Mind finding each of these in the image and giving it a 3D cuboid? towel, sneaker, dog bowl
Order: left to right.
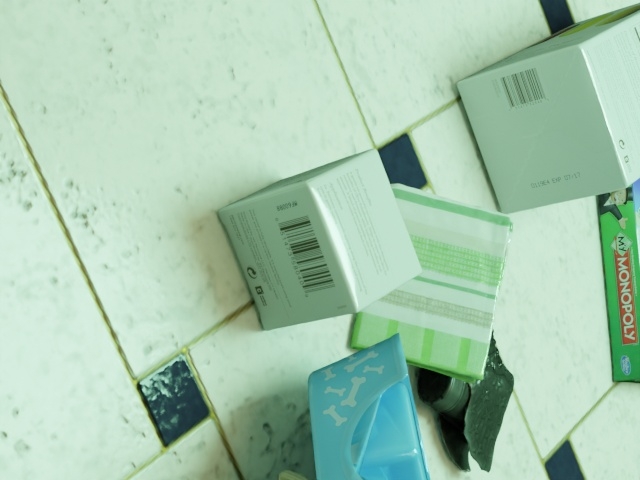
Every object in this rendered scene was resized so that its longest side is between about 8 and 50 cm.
[{"bbox_3d":[0.044,0.193,0.922,0.297,0.074,0.166,-96,174,-54],"label":"dog bowl"},{"bbox_3d":[0.091,0.034,1.114,0.113,0.023,0.152,15,65,-1],"label":"towel"},{"bbox_3d":[0.129,0.103,1.154,0.089,0.051,0.170,35,61,-36],"label":"sneaker"}]

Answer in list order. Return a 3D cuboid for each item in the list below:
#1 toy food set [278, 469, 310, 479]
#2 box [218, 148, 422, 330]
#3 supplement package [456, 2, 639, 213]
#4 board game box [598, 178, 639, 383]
[{"bbox_3d":[-0.086,0.308,0.855,0.306,0.092,0.219,-28,112,-46],"label":"toy food set"},{"bbox_3d":[0.000,0.000,1.001,0.087,0.102,0.101,-29,100,-45],"label":"box"},{"bbox_3d":[0.263,-0.135,1.291,0.244,0.139,0.133,-30,103,-48],"label":"supplement package"},{"bbox_3d":[0.408,0.051,1.466,0.317,0.046,0.213,9,75,-45],"label":"board game box"}]
